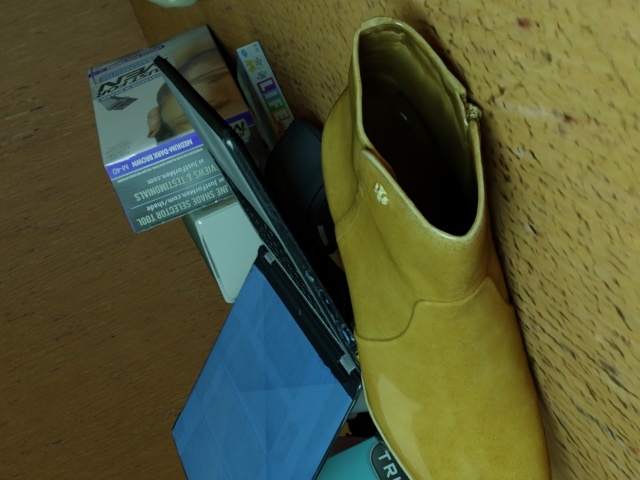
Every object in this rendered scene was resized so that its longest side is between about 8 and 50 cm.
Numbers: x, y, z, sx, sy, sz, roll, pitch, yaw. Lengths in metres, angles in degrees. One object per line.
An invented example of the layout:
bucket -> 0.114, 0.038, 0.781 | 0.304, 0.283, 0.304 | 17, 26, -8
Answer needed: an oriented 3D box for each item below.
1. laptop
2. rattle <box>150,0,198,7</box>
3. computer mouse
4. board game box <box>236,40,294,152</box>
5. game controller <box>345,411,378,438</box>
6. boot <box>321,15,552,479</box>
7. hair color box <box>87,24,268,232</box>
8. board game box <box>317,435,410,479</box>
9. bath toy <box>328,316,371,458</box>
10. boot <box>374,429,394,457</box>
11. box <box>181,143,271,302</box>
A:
laptop -> -0.123, 0.075, 1.074 | 0.408, 0.236, 0.382 | 60, 174, -24
rattle -> -0.184, -0.375, 1.370 | 0.130, 0.142, 0.200 | 35, 164, -17
computer mouse -> 0.000, 0.000, 1.084 | 0.184, 0.060, 0.262 | 54, 164, 13
board game box -> -0.051, -0.134, 1.203 | 0.103, 0.026, 0.154 | 118, 128, -80
game controller -> 0.075, 0.325, 1.588 | 0.166, 0.067, 0.319 | -122, 12, -45
boot -> 0.069, 0.035, 0.624 | 0.211, 0.104, 0.295 | 94, 155, -75
hair color box -> -0.190, -0.158, 1.399 | 0.339, 0.185, 0.110 | -118, 7, -57
board game box -> 0.012, 0.376, 1.152 | 0.079, 0.336, 0.253 | 84, 160, -68
bath toy -> -0.008, 0.260, 1.303 | 0.151, 0.129, 0.348 | -37, 58, 53
boot -> 0.137, 0.268, 1.033 | 0.208, 0.076, 0.189 | 60, 175, -7
box -> -0.111, -0.045, 1.446 | 0.311, 0.148, 0.121 | -135, 23, -65
